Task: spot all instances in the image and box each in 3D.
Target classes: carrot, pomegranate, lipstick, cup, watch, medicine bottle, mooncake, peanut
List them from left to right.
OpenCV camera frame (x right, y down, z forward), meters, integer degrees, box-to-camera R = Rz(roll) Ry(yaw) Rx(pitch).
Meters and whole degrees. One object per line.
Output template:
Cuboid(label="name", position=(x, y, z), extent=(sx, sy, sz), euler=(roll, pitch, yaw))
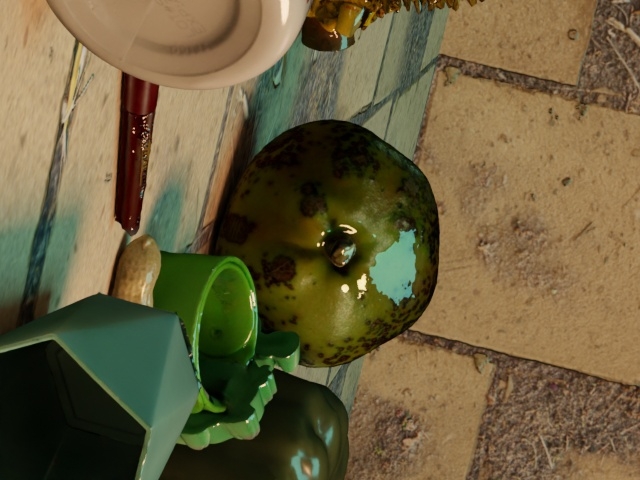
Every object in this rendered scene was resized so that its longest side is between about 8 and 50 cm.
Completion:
Cuboid(label="cup", position=(-0.145, 0.101, 1.195), extent=(0.235, 0.148, 0.134), euler=(-49, 127, -76))
Cuboid(label="peanut", position=(-0.138, 0.036, 1.463), extent=(0.037, 0.037, 0.083), euler=(-15, 122, -81))
Cuboid(label="lipstick", position=(-0.127, -0.076, 1.365), extent=(0.027, 0.027, 0.176), euler=(-67, 170, -48))
Cuboid(label="watch", position=(-0.104, 0.072, 1.571), extent=(0.165, 0.131, 0.152), euler=(-62, 147, -45))
Cuboid(label="mooncake", position=(-0.089, 0.278, 1.718), extent=(0.356, 0.194, 0.356), euler=(16, 90, -83))
Cuboid(label="medicine bottle", position=(-0.048, -0.232, 1.137), extent=(0.157, 0.157, 0.288), euler=(97, 11, -47))
Cuboid(label="pomegranate", position=(-0.014, -0.009, 1.859), extent=(0.204, 0.276, 0.222), euler=(34, 90, -42))
Cuboid(label="carrot", position=(0.017, -0.301, 1.932), extent=(0.057, 0.057, 0.224), euler=(-59, 156, -65))

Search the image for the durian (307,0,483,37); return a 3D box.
Cuboid(label="durian", position=(0.089, -0.317, 1.739), extent=(0.293, 0.258, 0.258), euler=(-61, -179, 34))
